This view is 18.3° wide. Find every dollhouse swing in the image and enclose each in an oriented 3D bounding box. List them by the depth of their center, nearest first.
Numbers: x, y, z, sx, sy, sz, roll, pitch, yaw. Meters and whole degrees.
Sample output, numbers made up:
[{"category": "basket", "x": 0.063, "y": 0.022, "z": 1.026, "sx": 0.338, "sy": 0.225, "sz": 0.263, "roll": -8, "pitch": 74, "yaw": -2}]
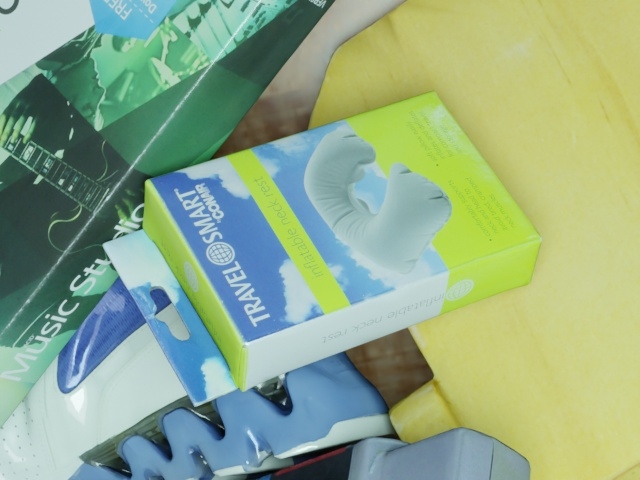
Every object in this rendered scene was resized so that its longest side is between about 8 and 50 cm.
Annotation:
[{"category": "dollhouse swing", "x": 0.213, "y": 0.017, "z": 1.054, "sx": 0.347, "sy": 0.305, "sz": 0.315, "roll": -34, "pitch": 137, "yaw": 9}]

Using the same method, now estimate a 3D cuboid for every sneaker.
[{"category": "sneaker", "x": -0.120, "y": 0.060, "z": 1.063, "sx": 0.315, "sy": 0.127, "sz": 0.182, "roll": -18, "pitch": 76, "yaw": 20}]

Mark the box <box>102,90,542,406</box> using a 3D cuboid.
[{"category": "box", "x": 0.000, "y": 0.000, "z": 0.934, "sx": 0.178, "sy": 0.042, "sz": 0.109, "roll": -19, "pitch": 55, "yaw": -21}]

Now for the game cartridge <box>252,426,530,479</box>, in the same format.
[{"category": "game cartridge", "x": -0.046, "y": 0.229, "z": 0.952, "sx": 0.068, "sy": 0.355, "sz": 0.230, "roll": 23, "pitch": 59, "yaw": -31}]

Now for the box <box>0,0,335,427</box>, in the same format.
[{"category": "box", "x": -0.165, "y": -0.074, "z": 1.007, "sx": 0.232, "sy": 0.058, "sz": 0.322, "roll": 44, "pitch": 103, "yaw": 31}]
